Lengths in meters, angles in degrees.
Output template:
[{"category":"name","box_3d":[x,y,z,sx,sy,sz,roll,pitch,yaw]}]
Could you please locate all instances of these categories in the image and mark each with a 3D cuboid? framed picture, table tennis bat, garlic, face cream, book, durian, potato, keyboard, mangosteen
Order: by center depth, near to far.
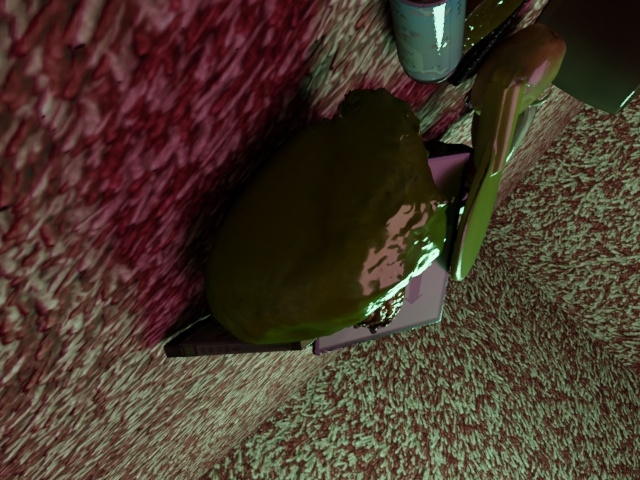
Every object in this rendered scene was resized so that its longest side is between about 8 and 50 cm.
[{"category":"face cream","box_3d":[0.112,-0.223,0.730,0.075,0.075,0.229,-46,166,1]},{"category":"durian","box_3d":[0.000,0.000,0.785,0.339,0.204,0.256,-47,179,9]},{"category":"book","box_3d":[-0.080,0.110,0.957,0.231,0.026,0.157,-9,-166,34]},{"category":"keyboard","box_3d":[0.264,-0.313,1.072,0.195,0.018,0.060,-50,169,21]},{"category":"framed picture","box_3d":[0.104,0.024,1.092,0.244,0.013,0.323,-12,124,-22]},{"category":"table tennis bat","box_3d":[0.257,-0.098,1.112,0.224,0.054,0.368,-50,152,-48]},{"category":"potato","box_3d":[0.319,-0.272,1.162,0.178,0.109,0.118,-53,179,29]},{"category":"garlic","box_3d":[0.354,-0.238,1.309,0.129,0.148,0.266,-21,153,-17]},{"category":"mangosteen","box_3d":[0.236,-0.119,1.330,0.152,0.152,0.152,-43,167,-13]}]

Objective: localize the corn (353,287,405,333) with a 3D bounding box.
[{"category":"corn","box_3d":[0.077,-0.011,0.971,0.115,0.115,0.317,-33,136,-46]}]

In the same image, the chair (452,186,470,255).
[{"category":"chair","box_3d":[0.161,-0.006,1.243,0.141,0.155,0.260,-22,133,-60]}]

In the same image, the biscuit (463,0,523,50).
[{"category":"biscuit","box_3d":[0.276,-0.369,0.788,0.432,0.064,0.283,-40,172,30]}]

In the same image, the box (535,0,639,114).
[{"category":"box","box_3d":[0.549,-0.391,1.301,0.301,0.216,0.301,-45,168,-13]}]

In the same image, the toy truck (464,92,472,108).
[{"category":"toy truck","box_3d":[0.289,-0.271,1.258,0.032,0.024,0.083,7,127,-47]}]

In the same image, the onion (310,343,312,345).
[{"category":"onion","box_3d":[0.019,0.109,1.360,0.283,0.120,0.227,-35,168,-41]}]
